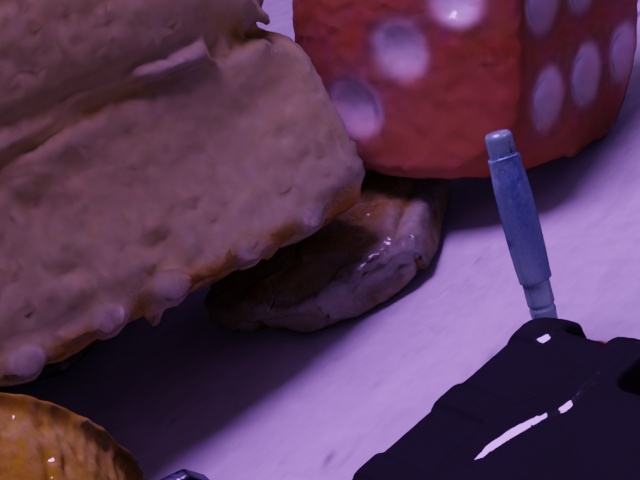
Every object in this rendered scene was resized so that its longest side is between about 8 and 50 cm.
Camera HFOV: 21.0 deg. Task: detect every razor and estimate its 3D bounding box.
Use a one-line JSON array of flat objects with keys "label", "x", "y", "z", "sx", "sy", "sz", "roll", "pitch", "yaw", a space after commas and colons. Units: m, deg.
[{"label": "razor", "x": 0.111, "y": 0.007, "z": 0.910, "sx": 0.068, "sy": 0.135, "sz": 0.040, "roll": -5, "pitch": 14, "yaw": 42}]

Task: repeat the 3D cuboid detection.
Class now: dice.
[{"label": "dice", "x": 0.100, "y": -0.141, "z": 1.138, "sx": 0.179, "sy": 0.174, "sz": 0.175, "roll": 9, "pitch": 24, "yaw": 31}]

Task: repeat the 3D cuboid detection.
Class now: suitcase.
[{"label": "suitcase", "x": 0.124, "y": 0.131, "z": 0.724, "sx": 0.206, "sy": 0.066, "sz": 0.285, "roll": -38, "pitch": 25, "yaw": -22}]

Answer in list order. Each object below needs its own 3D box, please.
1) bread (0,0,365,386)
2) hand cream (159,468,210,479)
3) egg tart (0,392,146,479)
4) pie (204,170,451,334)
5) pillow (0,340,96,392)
[{"label": "bread", "x": -0.228, "y": -0.066, "z": 1.102, "sx": 0.371, "sy": 0.279, "sz": 0.390, "roll": -26, "pitch": 12, "yaw": -25}, {"label": "hand cream", "x": -0.004, "y": 0.168, "z": 0.710, "sx": 0.050, "sy": 0.080, "sz": 0.234, "roll": 0, "pitch": 25, "yaw": -37}, {"label": "egg tart", "x": -0.162, "y": 0.183, "z": 0.777, "sx": 0.215, "sy": 0.215, "sz": 0.171, "roll": -30, "pitch": 34, "yaw": -4}, {"label": "pie", "x": 0.000, "y": 0.000, "z": 1.161, "sx": 0.195, "sy": 0.046, "sz": 0.195, "roll": -22, "pitch": 24, "yaw": 10}, {"label": "pillow", "x": -0.204, "y": 0.041, "z": 1.317, "sx": 0.189, "sy": 0.034, "sz": 0.255, "roll": -12, "pitch": 28, "yaw": 33}]
